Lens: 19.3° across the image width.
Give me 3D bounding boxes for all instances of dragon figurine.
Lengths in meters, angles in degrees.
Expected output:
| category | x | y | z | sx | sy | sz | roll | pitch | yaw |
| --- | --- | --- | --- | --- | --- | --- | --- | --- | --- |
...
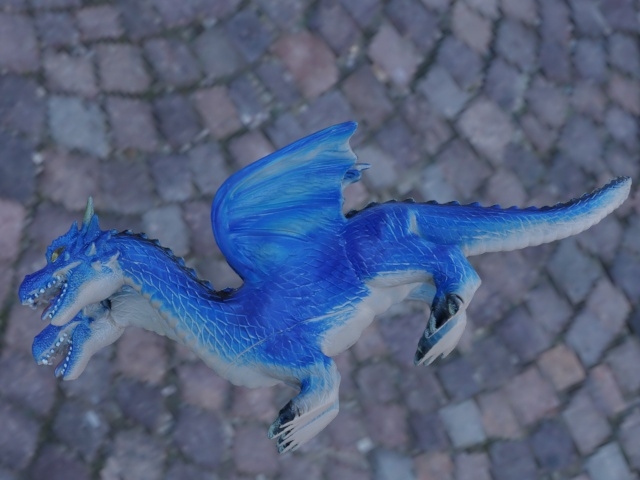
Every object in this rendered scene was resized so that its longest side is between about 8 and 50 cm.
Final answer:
| category | x | y | z | sx | sy | sz | roll | pitch | yaw |
| --- | --- | --- | --- | --- | --- | --- | --- | --- | --- |
| dragon figurine | 0.000 | 0.000 | 0.879 | 0.289 | 0.085 | 0.144 | -33 | 77 | -3 |
